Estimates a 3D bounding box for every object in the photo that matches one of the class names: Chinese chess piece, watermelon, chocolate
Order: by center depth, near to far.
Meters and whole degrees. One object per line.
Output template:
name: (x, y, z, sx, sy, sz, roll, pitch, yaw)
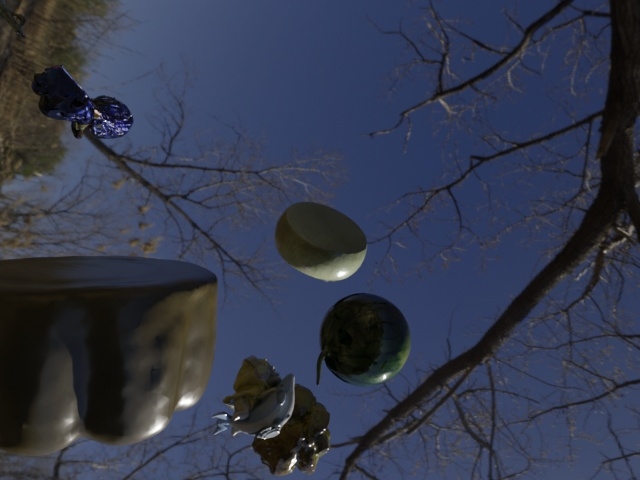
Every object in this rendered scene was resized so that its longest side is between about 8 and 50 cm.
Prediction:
watermelon: (0.078, 0.200, 1.002, 0.188, 0.215, 0.188, 13, -75, 58)
chocolate: (-0.588, -0.325, 1.226, 0.343, 0.126, 0.148, -52, 162, -87)
Chinese chess piece: (0.000, 0.000, 1.317, 0.101, 0.250, 0.250, -65, -144, 29)

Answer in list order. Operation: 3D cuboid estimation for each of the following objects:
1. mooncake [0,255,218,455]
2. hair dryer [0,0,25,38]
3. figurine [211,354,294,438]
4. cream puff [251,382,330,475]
mooncake: (-0.334, 0.134, 0.700, 0.378, 0.378, 0.200, 8, -84, 52)
hair dryer: (-0.565, -0.391, 0.798, 0.167, 0.067, 0.199, -16, -100, -1)
figurine: (-0.146, 0.348, 1.091, 0.184, 0.208, 0.128, 52, -32, 32)
cream puff: (-0.077, 0.541, 1.412, 0.244, 0.244, 0.196, -60, -166, 13)
